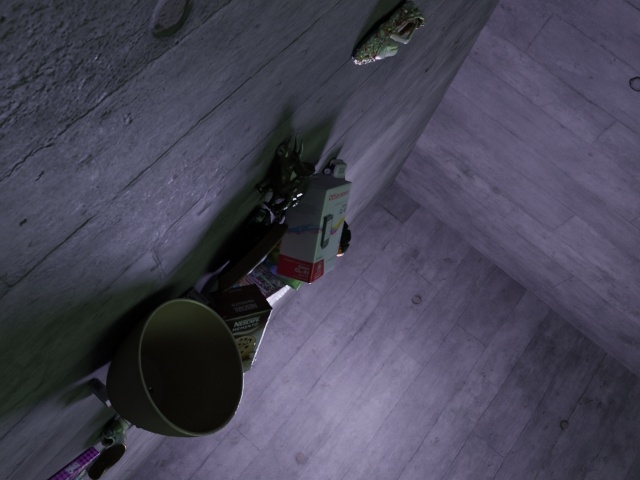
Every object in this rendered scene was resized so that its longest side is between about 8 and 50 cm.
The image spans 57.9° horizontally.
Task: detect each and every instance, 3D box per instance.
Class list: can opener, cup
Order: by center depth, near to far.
[{"bbox_3d":[-0.388,0.335,1.433,0.236,0.331,0.331,-24,-172,30],"label":"cup"},{"bbox_3d":[-0.207,-0.019,1.650,0.186,0.073,0.059,-49,-148,15],"label":"can opener"}]

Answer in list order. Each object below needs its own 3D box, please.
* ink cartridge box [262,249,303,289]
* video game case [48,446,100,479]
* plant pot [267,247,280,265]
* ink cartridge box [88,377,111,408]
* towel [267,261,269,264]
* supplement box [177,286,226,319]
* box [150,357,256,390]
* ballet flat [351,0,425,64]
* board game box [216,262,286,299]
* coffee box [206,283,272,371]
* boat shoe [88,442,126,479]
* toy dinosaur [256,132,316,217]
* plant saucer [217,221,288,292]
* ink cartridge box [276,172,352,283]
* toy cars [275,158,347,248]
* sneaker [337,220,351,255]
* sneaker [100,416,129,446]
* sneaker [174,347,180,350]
[{"bbox_3d":[-0.127,0.103,2.192,0.109,0.062,0.209,-50,-145,-15],"label":"ink cartridge box"},{"bbox_3d":[-0.840,0.797,1.859,0.210,0.042,0.232,-53,173,17],"label":"video game case"},{"bbox_3d":[-0.161,0.041,2.137,0.083,0.083,0.079,-49,161,-16],"label":"plant pot"},{"bbox_3d":[-0.557,0.394,1.484,0.029,0.063,0.115,-45,171,-27],"label":"ink cartridge box"},{"bbox_3d":[-0.157,0.117,2.373,0.284,0.121,0.235,-48,171,-7],"label":"towel"},{"bbox_3d":[-0.375,0.259,1.661,0.073,0.130,0.239,-41,167,-51],"label":"supplement box"},{"bbox_3d":[-0.439,0.504,2.187,0.293,0.212,0.395,-50,172,-6],"label":"box"},{"bbox_3d":[0.176,-0.503,1.421,0.241,0.077,0.091,-48,173,-18],"label":"ballet flat"},{"bbox_3d":[-0.283,0.232,2.051,0.232,0.141,0.291,-53,173,18],"label":"board game box"},{"bbox_3d":[-0.278,0.287,1.782,0.168,0.119,0.297,-9,136,-35],"label":"coffee box"},{"bbox_3d":[-0.803,0.828,2.193,0.178,0.064,0.060,-45,178,2],"label":"boat shoe"},{"bbox_3d":[-0.077,-0.140,1.534,0.160,0.121,0.313,-36,167,-6],"label":"toy dinosaur"},{"bbox_3d":[-0.204,0.041,1.687,0.278,0.041,0.278,-42,-170,9],"label":"plant saucer"},{"bbox_3d":[-0.019,-0.044,1.834,0.226,0.131,0.306,-27,132,-64],"label":"ink cartridge box"},{"bbox_3d":[-0.018,-0.116,2.020,0.394,0.087,0.176,-49,158,-17],"label":"toy cars"},{"bbox_3d":[0.058,-0.060,2.386,0.099,0.263,0.121,-5,169,-13],"label":"sneaker"},{"bbox_3d":[-0.705,0.659,1.953,0.086,0.064,0.192,-35,164,-39],"label":"sneaker"},{"bbox_3d":[-0.458,0.353,1.643,0.109,0.123,0.295,-42,170,-51],"label":"sneaker"}]
